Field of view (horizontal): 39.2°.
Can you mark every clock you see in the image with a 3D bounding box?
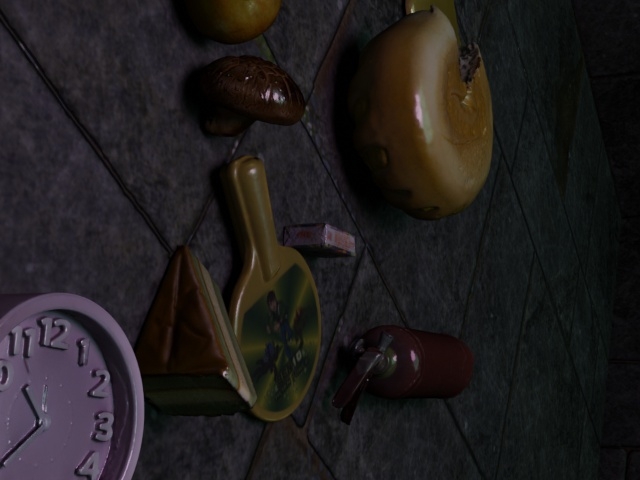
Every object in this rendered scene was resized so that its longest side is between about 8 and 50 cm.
[{"bbox_3d":[-0.222,0.138,0.688,0.197,0.068,0.196,15,73,-61],"label":"clock"}]

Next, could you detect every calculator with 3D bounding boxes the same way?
[{"bbox_3d":[0.204,-0.385,1.614,0.236,0.033,0.157,-37,120,-56],"label":"calculator"}]

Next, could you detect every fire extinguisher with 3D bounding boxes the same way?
[{"bbox_3d":[0.114,0.197,1.308,0.337,0.107,0.147,17,97,-60],"label":"fire extinguisher"}]

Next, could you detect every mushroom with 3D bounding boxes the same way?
[{"bbox_3d":[-0.075,-0.159,0.974,0.126,0.109,0.084,-25,105,-78],"label":"mushroom"}]

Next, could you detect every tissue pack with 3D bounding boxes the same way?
[{"bbox_3d":[0.000,0.000,1.138,0.083,0.063,0.035,23,69,-61],"label":"tissue pack"}]

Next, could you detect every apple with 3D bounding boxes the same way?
[{"bbox_3d":[-0.092,-0.269,0.958,0.102,0.099,0.114,59,41,-38],"label":"apple"}]

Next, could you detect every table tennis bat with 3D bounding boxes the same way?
[{"bbox_3d":[-0.064,0.057,1.037,0.198,0.050,0.320,-41,127,-55],"label":"table tennis bat"}]

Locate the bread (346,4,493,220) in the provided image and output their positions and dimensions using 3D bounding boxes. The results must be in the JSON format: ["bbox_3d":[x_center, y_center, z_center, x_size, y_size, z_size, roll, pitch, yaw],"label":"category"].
[{"bbox_3d":[0.148,-0.177,1.341,0.333,0.160,0.332,12,76,-60],"label":"bread"}]

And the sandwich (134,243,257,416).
[{"bbox_3d":[-0.101,0.083,0.878,0.079,0.114,0.163,58,38,-42],"label":"sandwich"}]
